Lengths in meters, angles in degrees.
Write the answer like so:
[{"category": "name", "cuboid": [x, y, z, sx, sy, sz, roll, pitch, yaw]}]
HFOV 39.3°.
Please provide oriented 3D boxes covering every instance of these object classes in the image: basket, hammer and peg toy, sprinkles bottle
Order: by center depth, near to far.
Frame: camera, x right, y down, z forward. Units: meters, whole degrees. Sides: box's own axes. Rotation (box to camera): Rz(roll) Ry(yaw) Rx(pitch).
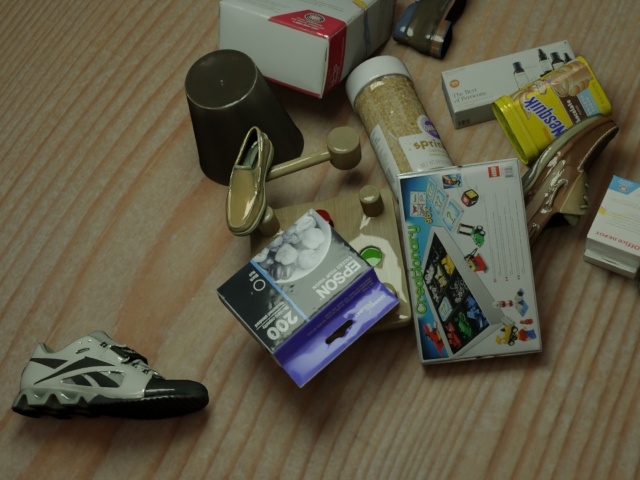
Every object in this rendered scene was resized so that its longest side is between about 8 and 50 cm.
[{"category": "hammer and peg toy", "cuboid": [0.000, 0.000, 1.520, 0.266, 0.127, 0.361, -12, 61, 7]}, {"category": "sprinkles bottle", "cuboid": [0.156, -0.159, 1.577, 0.121, 0.121, 0.355, -21, 61, -1]}, {"category": "basket", "cuboid": [-0.151, -0.221, 1.607, 0.204, 0.227, 0.154, -12, 61, 5]}]

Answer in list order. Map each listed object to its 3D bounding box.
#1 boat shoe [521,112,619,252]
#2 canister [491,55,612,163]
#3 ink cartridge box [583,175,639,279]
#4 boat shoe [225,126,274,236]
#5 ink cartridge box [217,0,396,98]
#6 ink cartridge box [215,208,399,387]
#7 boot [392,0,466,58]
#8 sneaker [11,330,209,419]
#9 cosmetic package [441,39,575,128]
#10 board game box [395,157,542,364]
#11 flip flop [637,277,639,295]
[{"category": "boat shoe", "cuboid": [0.385, -0.068, 1.495, 0.324, 0.122, 0.120, -45, 72, -4]}, {"category": "canister", "cuboid": [0.403, -0.228, 1.561, 0.170, 0.073, 0.126, -30, 92, 3]}, {"category": "ink cartridge box", "cuboid": [0.489, -0.013, 1.453, 0.092, 0.090, 0.143, 23, 70, 21]}, {"category": "boat shoe", "cuboid": [-0.125, -0.101, 1.484, 0.068, 0.072, 0.190, 0, 63, 13]}, {"category": "ink cartridge box", "cuboid": [-0.018, -0.407, 1.665, 0.226, 0.131, 0.306, 22, 39, 19]}, {"category": "ink cartridge box", "cuboid": [-0.022, 0.084, 1.381, 0.206, 0.045, 0.208, -41, 63, -10]}, {"category": "boot", "cuboid": [0.221, -0.461, 1.746, 0.106, 0.082, 0.219, 17, 69, 16]}, {"category": "sneaker", "cuboid": [-0.340, 0.215, 1.472, 0.331, 0.122, 0.146, 0, 65, 10]}, {"category": "cosmetic package", "cuboid": [0.349, -0.287, 1.641, 0.239, 0.060, 0.098, -15, 60, 3]}, {"category": "board game box", "cuboid": [0.233, 0.033, 1.415, 0.193, 0.053, 0.305, -7, 93, 7]}, {"category": "flip flop", "cuboid": [0.631, 0.038, 1.404, 0.277, 0.080, 0.112, -17, 61, 2]}]
